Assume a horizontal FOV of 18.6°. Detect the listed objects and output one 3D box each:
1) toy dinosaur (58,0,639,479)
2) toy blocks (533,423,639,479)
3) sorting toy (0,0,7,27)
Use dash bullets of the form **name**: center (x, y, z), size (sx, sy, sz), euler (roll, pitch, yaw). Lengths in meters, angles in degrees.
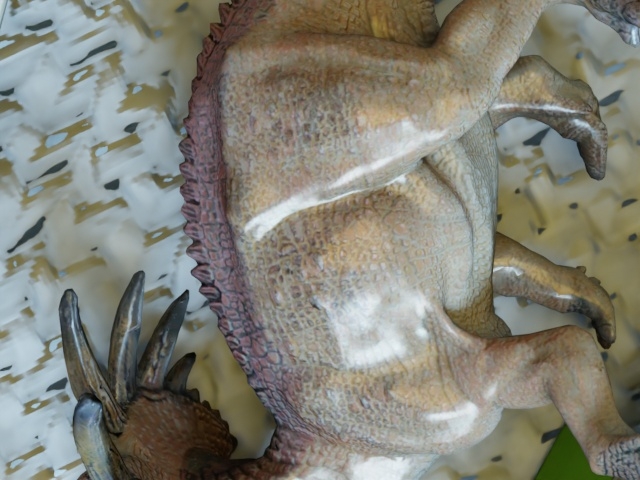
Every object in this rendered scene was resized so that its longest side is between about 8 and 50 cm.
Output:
- **toy dinosaur**: center (0.000, 0.000, 0.620), size (0.200, 0.127, 0.295), euler (-2, 88, -1)
- **toy blocks**: center (0.201, 0.175, 0.644), size (0.261, 0.191, 0.381), euler (30, 88, -20)
- **sorting toy**: center (-0.237, -0.010, 0.539), size (0.255, 0.089, 0.257), euler (16, 121, -9)
